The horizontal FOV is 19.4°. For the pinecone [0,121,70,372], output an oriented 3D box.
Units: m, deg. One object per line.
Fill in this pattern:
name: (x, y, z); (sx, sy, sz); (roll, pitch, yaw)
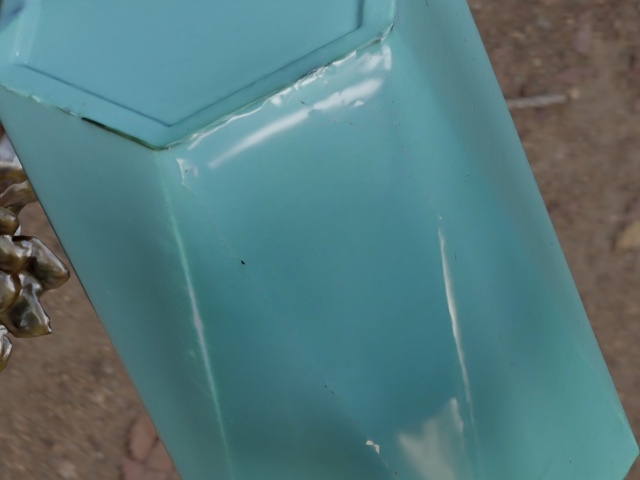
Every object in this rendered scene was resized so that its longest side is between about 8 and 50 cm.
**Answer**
pinecone: (-0.211, -0.027, 0.835); (0.185, 0.169, 0.212); (-11, 66, -8)

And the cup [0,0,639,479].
cup: (0.000, 0.000, 0.515); (0.134, 0.148, 0.236); (-29, 139, -7)
